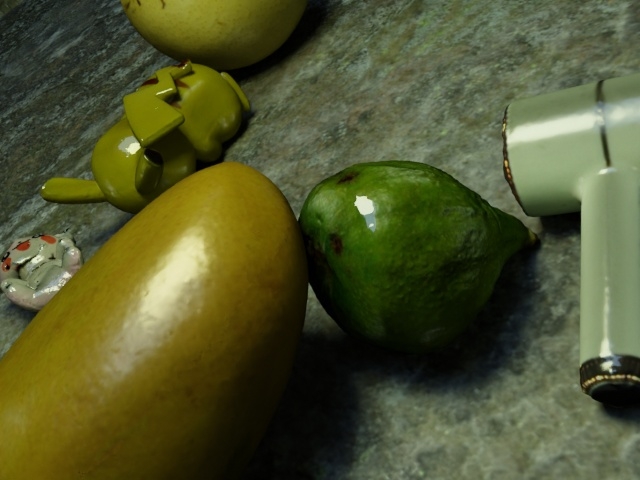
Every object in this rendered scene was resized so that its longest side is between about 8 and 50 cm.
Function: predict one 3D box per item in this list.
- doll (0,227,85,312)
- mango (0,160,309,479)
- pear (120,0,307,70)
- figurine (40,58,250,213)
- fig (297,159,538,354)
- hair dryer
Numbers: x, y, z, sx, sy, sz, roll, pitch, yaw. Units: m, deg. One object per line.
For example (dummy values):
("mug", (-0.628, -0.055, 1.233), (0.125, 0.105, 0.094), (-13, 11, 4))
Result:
("doll", (-0.411, 0.048, 1.212), (0.149, 0.095, 0.192), (-39, 35, -17))
("mango", (-0.166, 0.128, 0.774), (0.446, 0.232, 0.300), (-57, 28, -5))
("pear", (-0.183, -0.462, 1.414), (0.348, 0.348, 0.348), (-21, 39, 18))
("figurine", (-0.242, -0.154, 1.244), (0.218, 0.169, 0.327), (-7, 43, 38))
("fig", (0.111, -0.003, 0.806), (0.235, 0.203, 0.203), (-23, 33, -19))
("hair dryer", (0.273, -0.001, 0.743), (0.203, 0.128, 0.362), (-9, 51, 29))
